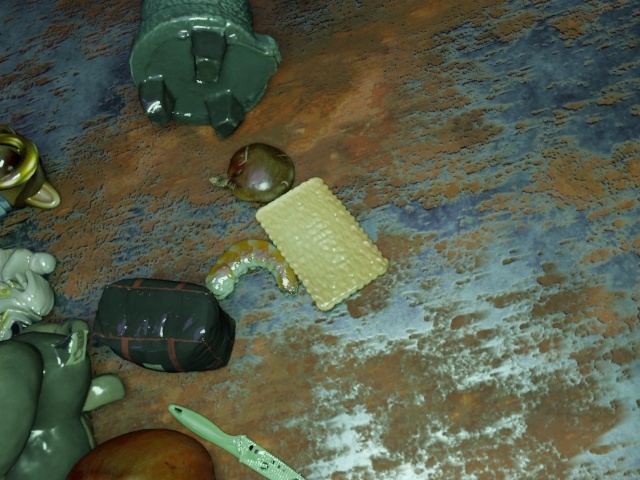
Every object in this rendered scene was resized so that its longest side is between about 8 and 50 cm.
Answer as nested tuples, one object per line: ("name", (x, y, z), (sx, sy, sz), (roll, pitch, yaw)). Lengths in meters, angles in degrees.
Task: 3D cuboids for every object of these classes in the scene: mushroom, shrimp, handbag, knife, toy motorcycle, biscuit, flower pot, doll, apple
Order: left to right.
("doll", (-0.742, -0.107, 1.082), (0.339, 0.209, 0.318), (-35, 48, -30))
("doll", (-0.493, 0.320, 0.809), (0.252, 0.378, 0.383), (5, 87, 10))
("toy motorcycle", (-0.654, 0.093, 1.074), (0.340, 0.108, 0.223), (29, 68, 28))
("apple", (-0.271, 0.399, 0.809), (0.233, 0.234, 0.234), (-4, 68, 11))
("handbag", (-0.266, 0.155, 0.929), (0.215, 0.169, 0.155), (3, 67, 11))
("flower pot", (-0.229, -0.377, 1.067), (0.299, 0.299, 0.283), (-12, 60, 8))
("knife", (-0.146, 0.351, 0.908), (0.293, 0.020, 0.043), (25, 75, 20))
("mushroom", (-0.139, -0.135, 1.063), (0.170, 0.080, 0.135), (-12, 57, 5))
("shrimp", (-0.129, 0.080, 1.000), (0.166, 0.049, 0.161), (37, 79, 15))
("biscuit", (0.000, 0.000, 0.995), (0.160, 0.030, 0.250), (-33, 66, -12))
